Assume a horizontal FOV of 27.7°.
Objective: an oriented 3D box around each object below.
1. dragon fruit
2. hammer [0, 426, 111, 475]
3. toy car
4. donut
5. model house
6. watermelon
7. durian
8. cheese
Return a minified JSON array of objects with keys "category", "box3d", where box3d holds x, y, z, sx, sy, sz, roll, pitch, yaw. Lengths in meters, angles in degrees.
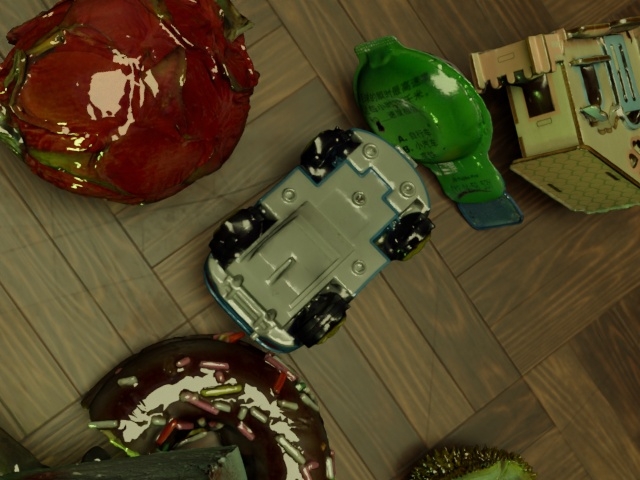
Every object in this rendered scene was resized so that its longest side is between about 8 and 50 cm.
[{"category":"dragon fruit","box3d":[-0.231,-0.180,1.564,0.342,0.277,0.277,-32,94,-15]},{"category":"hammer","box3d":[-0.454,0.171,1.540,0.440,0.044,0.168,43,54,7]},{"category":"toy car","box3d":[0.000,0.000,1.658,0.198,0.166,0.314,45,70,2]},{"category":"donut","box3d":[-0.110,0.270,1.637,0.259,0.136,0.345,-32,96,-10]},{"category":"model house","box3d":[0.365,-0.158,1.696,0.326,0.169,0.244,-13,92,-45]},{"category":"watermelon","box3d":[-0.192,0.343,1.417,0.319,0.213,0.290,11,57,-30]},{"category":"durian","box3d":[0.190,0.364,1.708,0.237,0.137,0.194,-3,86,28]},{"category":"cheese","box3d":[0.155,-0.136,1.699,0.320,0.203,0.083,51,55,-24]}]
